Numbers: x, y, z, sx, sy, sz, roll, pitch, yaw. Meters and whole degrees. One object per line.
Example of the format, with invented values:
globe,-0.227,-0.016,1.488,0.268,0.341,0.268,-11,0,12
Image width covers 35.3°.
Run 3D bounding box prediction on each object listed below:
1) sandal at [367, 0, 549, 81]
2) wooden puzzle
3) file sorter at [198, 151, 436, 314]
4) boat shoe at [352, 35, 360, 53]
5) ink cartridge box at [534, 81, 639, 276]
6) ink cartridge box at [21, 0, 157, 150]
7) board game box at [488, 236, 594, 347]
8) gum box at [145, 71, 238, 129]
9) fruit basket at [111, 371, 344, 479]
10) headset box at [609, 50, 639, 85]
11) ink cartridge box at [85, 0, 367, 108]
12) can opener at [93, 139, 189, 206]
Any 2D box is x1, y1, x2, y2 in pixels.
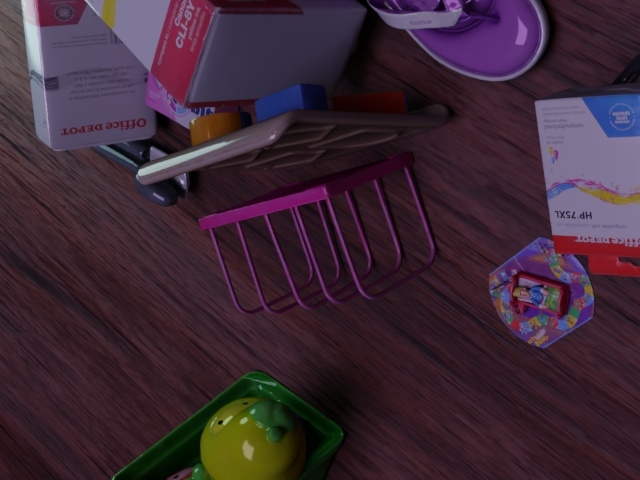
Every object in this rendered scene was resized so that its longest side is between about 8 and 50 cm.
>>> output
sandal,0.124,-0.353,1.361,0.416,0.102,0.169,44,132,22
wooden puzzle,-0.041,-0.157,1.425,0.322,0.347,0.081,-11,90,45
file sorter,0.000,0.000,1.552,0.290,0.202,0.182,-12,99,45
boat shoe,-0.010,-0.302,1.548,0.153,0.048,0.056,10,113,40
ink cartridge box,0.333,-0.057,1.139,0.134,0.078,0.231,2,109,44
ink cartridge box,-0.413,-0.321,1.798,0.117,0.207,0.283,34,129,54
board game box,0.303,0.081,1.415,0.133,0.033,0.168,57,136,11
gum box,-0.228,-0.263,1.761,0.188,0.062,0.107,30,125,32
fruit basket,-0.145,0.370,1.719,0.283,0.392,0.392,30,125,32
headset box,0.443,-0.090,1.156,0.293,0.110,0.218,50,134,17
ink cartridge box,-0.166,-0.367,1.470,0.385,0.279,0.160,46,130,31
can opener,-0.348,-0.154,1.908,0.280,0.093,0.074,32,127,37
